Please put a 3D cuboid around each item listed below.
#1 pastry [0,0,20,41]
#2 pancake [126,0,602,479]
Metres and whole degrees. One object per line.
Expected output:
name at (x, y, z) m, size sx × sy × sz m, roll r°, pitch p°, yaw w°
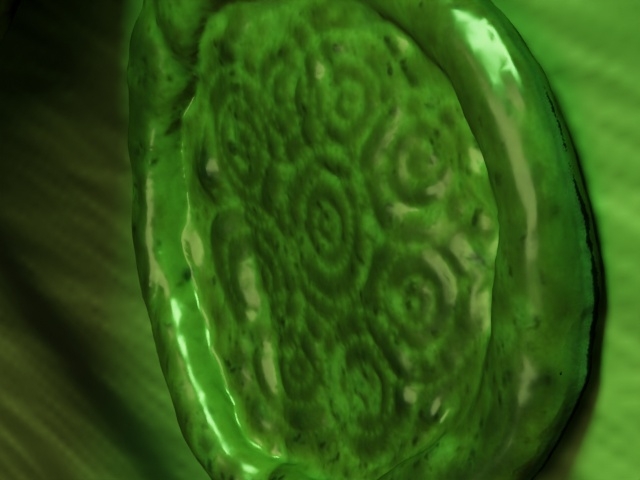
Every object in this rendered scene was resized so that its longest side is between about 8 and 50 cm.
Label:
pastry at (-0.260, -0.147, 0.627) m, size 0.292 × 0.337 × 0.405 m, roll 55°, pitch 169°, yaw -1°
pancake at (0.000, 0.000, 0.570) m, size 0.250 × 0.031 × 0.250 m, roll 16°, pitch 111°, yaw 48°
